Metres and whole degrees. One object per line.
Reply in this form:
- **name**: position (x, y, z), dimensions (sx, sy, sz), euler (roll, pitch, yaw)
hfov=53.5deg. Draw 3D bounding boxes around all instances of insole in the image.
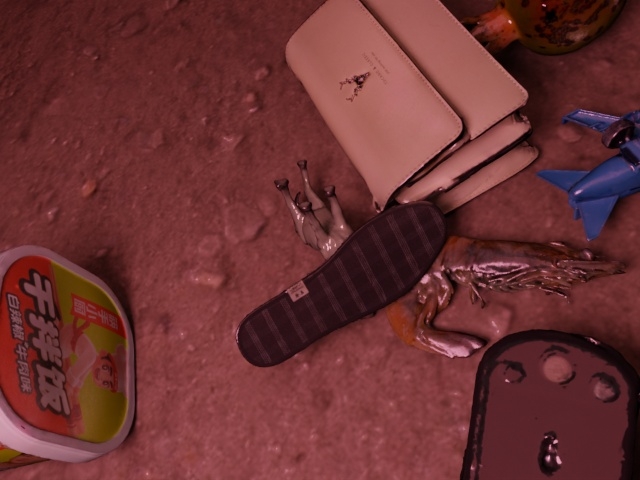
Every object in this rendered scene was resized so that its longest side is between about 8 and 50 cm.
- **insole**: position (0.032, 0.053, 0.795), dimensions (0.309, 0.012, 0.110), euler (-31, 100, -9)

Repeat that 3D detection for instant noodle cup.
- **instant noodle cup**: position (-0.456, 0.190, 0.851), dimensions (0.308, 0.294, 0.294), euler (-21, 57, 15)

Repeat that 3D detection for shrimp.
- **shrimp**: position (0.218, 0.071, 0.795), dimensions (0.296, 0.058, 0.169), euler (2, 69, 25)

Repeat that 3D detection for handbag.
- **handbag**: position (0.116, -0.215, 0.929), dimensions (0.237, 0.160, 0.358), euler (-34, 56, 8)

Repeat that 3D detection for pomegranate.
- **pomegranate**: position (0.314, -0.363, 0.918), dimensions (0.246, 0.198, 0.198), euler (-4, 61, 16)

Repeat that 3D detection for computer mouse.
- **computer mouse**: position (0.236, 0.233, 0.665), dimensions (0.170, 0.100, 0.269), euler (8, 70, 22)

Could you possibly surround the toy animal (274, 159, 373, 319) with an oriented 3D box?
- **toy animal**: position (0.006, -0.002, 0.879), dimensions (0.073, 0.176, 0.217), euler (-22, 31, -9)

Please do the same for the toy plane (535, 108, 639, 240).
- **toy plane**: position (0.423, -0.103, 0.793), dimensions (0.271, 0.105, 0.254), euler (-29, 53, 6)

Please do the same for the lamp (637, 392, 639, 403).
- **lamp**: position (0.357, 0.251, 0.542), dimensions (0.209, 0.147, 0.284), euler (-4, 79, -15)
